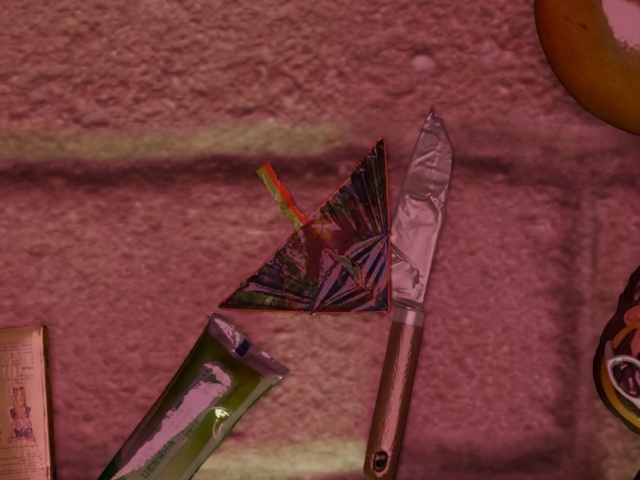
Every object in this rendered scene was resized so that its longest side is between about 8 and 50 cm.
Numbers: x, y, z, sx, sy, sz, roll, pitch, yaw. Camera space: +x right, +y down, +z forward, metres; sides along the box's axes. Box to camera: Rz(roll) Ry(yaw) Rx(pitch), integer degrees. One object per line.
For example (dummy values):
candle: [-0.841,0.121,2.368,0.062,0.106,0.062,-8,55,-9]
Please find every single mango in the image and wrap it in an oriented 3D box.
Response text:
mango: [0.266,-0.137,1.360,0.253,0.113,0.138,35,86,2]

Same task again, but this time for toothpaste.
toothpaste: [-0.129,0.175,1.416,0.078,0.047,0.248,37,88,5]

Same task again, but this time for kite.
kite: [0.000,0.000,1.425,0.159,0.010,0.190,44,93,17]

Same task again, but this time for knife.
knife: [0.064,0.041,1.415,0.047,0.017,0.298,10,86,19]

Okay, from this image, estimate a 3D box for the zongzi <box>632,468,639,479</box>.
zongzi: [0.315,0.334,1.083,0.218,0.500,0.467,-23,102,39]

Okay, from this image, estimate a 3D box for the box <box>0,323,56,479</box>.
box: [-0.249,0.143,1.445,0.073,0.020,0.149,-4,84,6]

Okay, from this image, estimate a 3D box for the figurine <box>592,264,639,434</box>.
figurine: [0.302,0.045,1.331,0.175,0.116,0.240,45,95,-1]
